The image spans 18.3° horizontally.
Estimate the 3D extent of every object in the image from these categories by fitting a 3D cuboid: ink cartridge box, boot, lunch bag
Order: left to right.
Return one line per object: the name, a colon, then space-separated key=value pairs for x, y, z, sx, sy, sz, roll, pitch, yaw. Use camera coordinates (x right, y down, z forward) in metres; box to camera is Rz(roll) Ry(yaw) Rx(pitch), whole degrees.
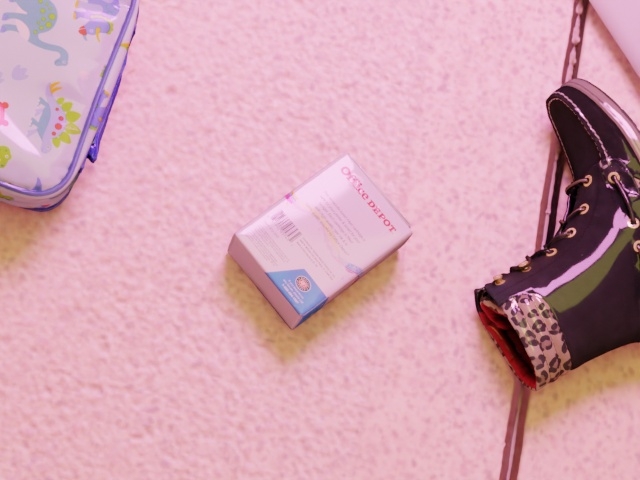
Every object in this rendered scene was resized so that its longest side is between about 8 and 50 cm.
lunch bag: x=-0.245 y=-0.141 z=1.587 sx=0.176 sy=0.090 sz=0.219 roll=19 pitch=80 yaw=-5
ink cartridge box: x=0.000 y=0.000 z=1.620 sx=0.122 sy=0.052 sz=0.088 roll=-37 pitch=82 yaw=-18
boot: x=0.202 y=-0.005 z=1.643 sx=0.179 sy=0.085 sz=0.236 roll=-24 pitch=78 yaw=-15

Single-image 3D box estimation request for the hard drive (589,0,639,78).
hard drive: x=0.289 y=-0.308 z=1.717 sx=0.307 sy=0.203 sz=0.040 roll=59 pitch=27 yaw=11
